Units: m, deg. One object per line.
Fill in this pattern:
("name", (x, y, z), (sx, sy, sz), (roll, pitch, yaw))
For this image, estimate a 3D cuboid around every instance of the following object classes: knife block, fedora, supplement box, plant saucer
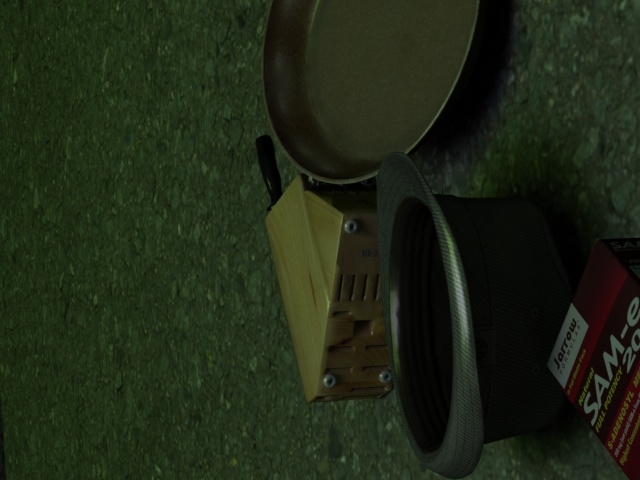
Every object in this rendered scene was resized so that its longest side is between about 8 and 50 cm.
("knife block", (0.000, 0.000, 1.726), (0.242, 0.088, 0.276), (35, 122, 59))
("fedora", (0.134, 0.057, 1.396), (0.244, 0.124, 0.275), (165, 99, -78))
("supplement box", (0.266, 0.116, 1.220), (0.239, 0.073, 0.130), (57, 139, 48))
("plant saucer", (0.056, -0.202, 1.587), (0.310, 0.050, 0.311), (-19, 65, 48))
